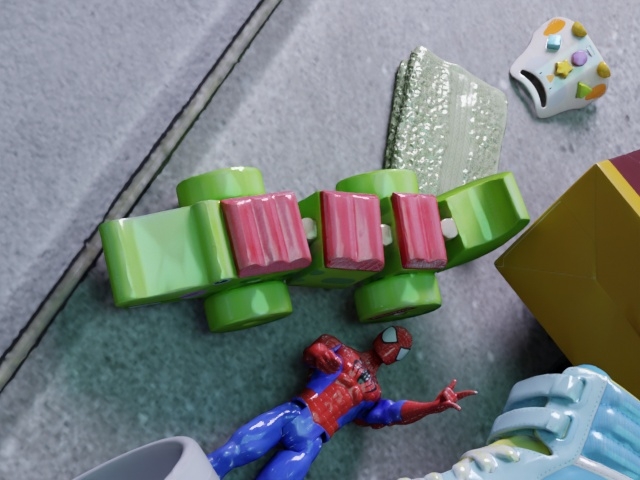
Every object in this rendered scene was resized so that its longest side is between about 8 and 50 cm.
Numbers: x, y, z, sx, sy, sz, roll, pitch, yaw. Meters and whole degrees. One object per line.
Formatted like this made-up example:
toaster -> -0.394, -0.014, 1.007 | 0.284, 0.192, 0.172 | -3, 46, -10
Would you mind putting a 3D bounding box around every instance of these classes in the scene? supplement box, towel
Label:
supplement box -> 0.282, 0.033, 1.357 | 0.194, 0.129, 0.191 | -18, 65, -52
towel -> 0.105, -0.080, 1.405 | 0.110, 0.027, 0.148 | 22, 64, -23

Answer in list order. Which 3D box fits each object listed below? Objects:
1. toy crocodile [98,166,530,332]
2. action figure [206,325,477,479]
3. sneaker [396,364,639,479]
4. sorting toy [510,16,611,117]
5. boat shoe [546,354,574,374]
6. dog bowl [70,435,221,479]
toy crocodile -> 0.000, 0.000, 1.261 | 0.340, 0.105, 0.115 | -3, 76, -28
action figure -> -0.005, 0.137, 1.204 | 0.280, 0.139, 0.091 | -41, 99, -37
sneaker -> 0.105, 0.171, 1.164 | 0.319, 0.127, 0.208 | 13, 60, -9
sorting toy -> 0.207, -0.146, 1.488 | 0.075, 0.045, 0.083 | -35, 94, -16
boat shoe -> 0.155, 0.209, 1.282 | 0.113, 0.127, 0.340 | 47, 55, -9
dog bowl -> -0.159, 0.229, 0.994 | 0.265, 0.265, 0.104 | -36, 97, -35
